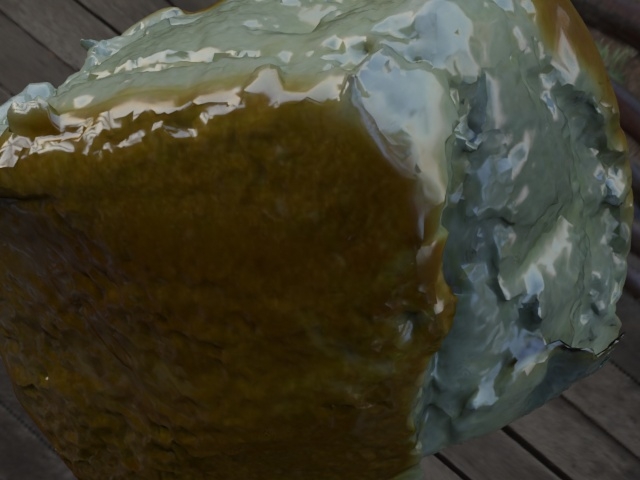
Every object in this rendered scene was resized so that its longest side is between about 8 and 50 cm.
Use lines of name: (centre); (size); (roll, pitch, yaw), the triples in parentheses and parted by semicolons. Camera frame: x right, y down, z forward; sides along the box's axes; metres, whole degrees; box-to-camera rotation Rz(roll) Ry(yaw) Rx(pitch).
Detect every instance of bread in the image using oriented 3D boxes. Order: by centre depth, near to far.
bread: (0.000, 0.000, 0.514); (0.279, 0.225, 0.250); (-4, 118, 30)
